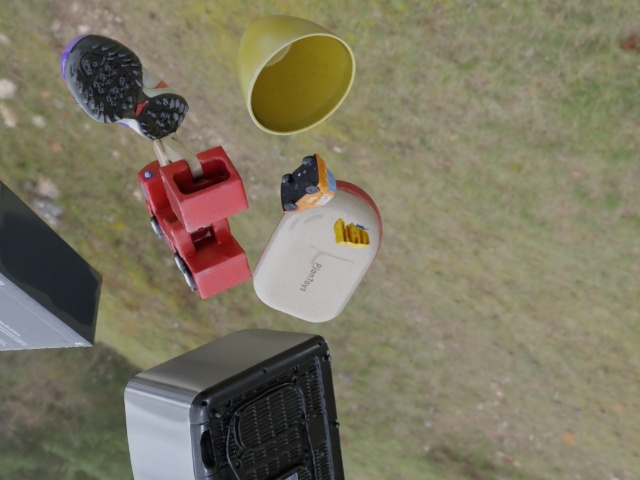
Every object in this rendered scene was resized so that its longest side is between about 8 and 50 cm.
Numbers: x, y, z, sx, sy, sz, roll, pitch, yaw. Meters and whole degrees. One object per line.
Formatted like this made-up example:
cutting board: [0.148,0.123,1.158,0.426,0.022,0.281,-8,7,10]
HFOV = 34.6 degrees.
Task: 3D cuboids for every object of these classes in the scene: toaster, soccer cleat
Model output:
toaster: [-0.074,0.183,0.901,0.110,0.186,0.168,5,109,42]
soccer cleat: [-0.300,-0.227,1.472,0.116,0.108,0.318,35,-178,17]

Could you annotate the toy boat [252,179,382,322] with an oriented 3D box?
toy boat: [0.000,0.000,1.524,0.151,0.151,0.231,23,128,-10]

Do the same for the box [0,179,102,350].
box: [-0.390,0.038,1.170,0.184,0.103,0.261,-2,154,14]

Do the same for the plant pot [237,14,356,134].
plant pot: [-0.042,-0.200,1.160,0.095,0.134,0.134,53,180,36]

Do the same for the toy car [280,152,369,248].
toy car: [0.004,-0.020,0.866,0.041,0.122,0.060,15,126,-34]

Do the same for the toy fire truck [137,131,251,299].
toy fire truck: [-0.101,-0.032,0.780,0.192,0.047,0.135,49,158,50]
